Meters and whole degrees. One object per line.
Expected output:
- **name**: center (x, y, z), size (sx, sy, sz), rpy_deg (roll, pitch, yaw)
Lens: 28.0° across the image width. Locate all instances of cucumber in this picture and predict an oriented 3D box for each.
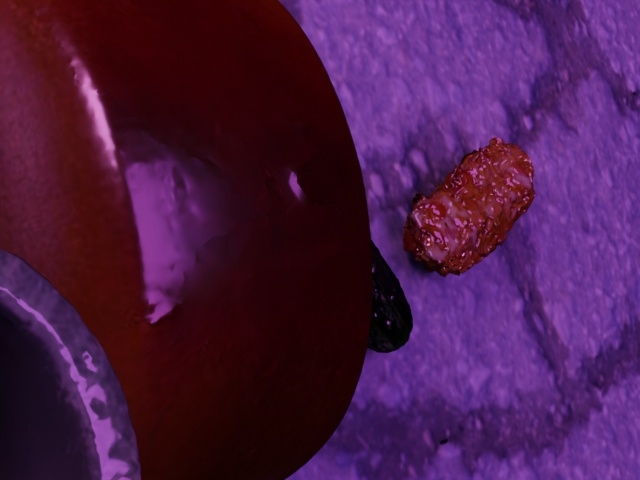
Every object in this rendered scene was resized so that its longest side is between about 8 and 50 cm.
- **cucumber**: center (-0.001, 0.000, 1.007), size (0.241, 0.074, 0.074), rpy_deg (50, 51, -23)

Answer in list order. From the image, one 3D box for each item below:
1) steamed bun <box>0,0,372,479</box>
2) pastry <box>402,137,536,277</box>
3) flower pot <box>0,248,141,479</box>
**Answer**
- **steamed bun**: center (-0.111, -0.011, 0.787), size (0.235, 0.248, 0.380), rpy_deg (-7, 85, -42)
- **pastry**: center (0.128, -0.025, 1.140), size (0.169, 0.063, 0.087), rpy_deg (-37, 96, -36)
- **flower pot**: center (-0.246, 0.145, 0.608), size (0.299, 0.282, 0.299), rpy_deg (17, 66, -41)
